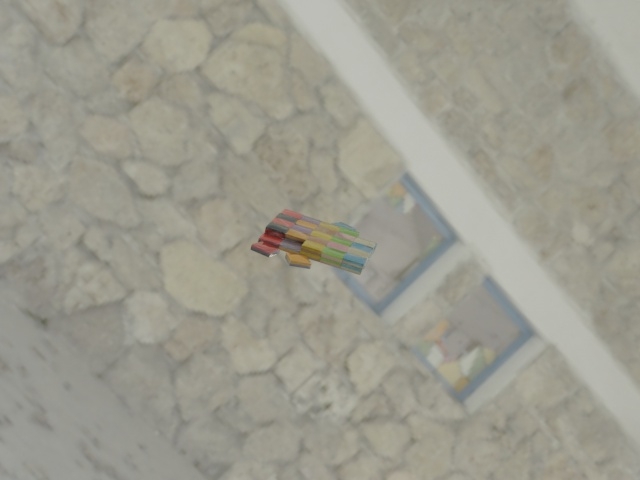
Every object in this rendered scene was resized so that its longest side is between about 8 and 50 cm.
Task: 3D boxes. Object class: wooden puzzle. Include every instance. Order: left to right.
[{"bbox_3d":[0.000,0.000,0.505,0.049,0.006,0.083,17,17,6],"label":"wooden puzzle"}]
